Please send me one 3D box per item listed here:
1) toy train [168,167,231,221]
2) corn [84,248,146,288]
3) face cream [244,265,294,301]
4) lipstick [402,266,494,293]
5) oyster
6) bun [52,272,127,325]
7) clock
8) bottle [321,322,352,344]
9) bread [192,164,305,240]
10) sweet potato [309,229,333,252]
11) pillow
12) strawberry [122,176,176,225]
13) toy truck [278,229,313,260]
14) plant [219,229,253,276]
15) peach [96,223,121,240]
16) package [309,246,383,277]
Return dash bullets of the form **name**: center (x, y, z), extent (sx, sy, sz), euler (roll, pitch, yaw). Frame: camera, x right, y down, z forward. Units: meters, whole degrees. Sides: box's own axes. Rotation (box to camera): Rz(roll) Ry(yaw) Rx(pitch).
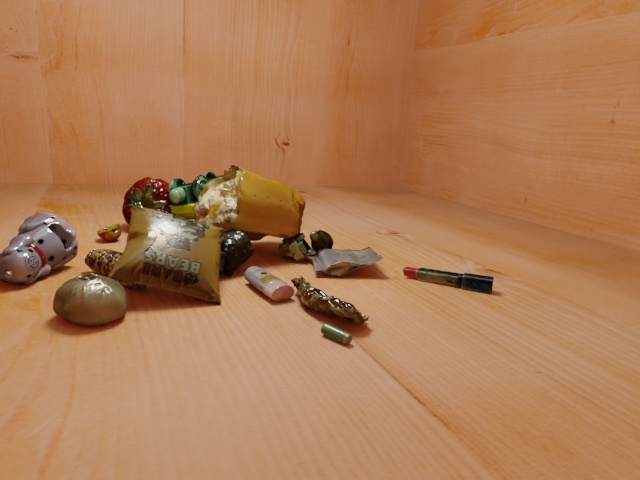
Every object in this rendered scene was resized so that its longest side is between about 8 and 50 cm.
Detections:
- **toy train**: center (-0.515, -0.177, 2.153), extent (0.179, 0.272, 0.442), euler (0, 15, 25)
- **corn**: center (-0.635, 0.084, 1.468), extent (0.289, 0.098, 0.098), euler (10, 15, 34)
- **face cream**: center (-0.167, 0.134, 1.471), extent (0.084, 0.057, 0.198), euler (-7, 17, -36)
- **lipstick**: center (0.449, 0.134, 1.669), extent (0.312, 0.051, 0.051), euler (8, 16, 21)
- **oyster**: center (0.011, 0.174, 1.357), extent (0.128, 0.079, 0.345), euler (20, 0, -38)
- **bun**: center (-0.586, 0.142, 1.199), extent (0.173, 0.114, 0.166), euler (-1, 15, -27)
- **clock**: center (-0.894, 0.048, 1.442), extent (0.188, 0.189, 0.254), euler (5, 29, 4)
- **bottle**: center (0.041, 0.236, 1.181), extent (0.083, 0.030, 0.030), euler (17, 19, 39)
- **bread**: center (-0.263, -0.135, 1.850), extent (0.394, 0.250, 0.361), euler (11, -9, -38)
- **sweet potato**: center (-0.006, 0.004, 1.911), extent (0.085, 0.112, 0.286), euler (-38, -8, 9)
- **pillow**: center (-0.437, 0.034, 1.400), extent (0.310, 0.119, 0.312), euler (18, 41, -23)
- **strawberry**: center (-0.769, -0.169, 2.151), extent (0.250, 0.239, 0.288), euler (8, 4, -4)
- **toy truck**: center (-0.104, 0.024, 1.861), extent (0.116, 0.085, 0.191), euler (-28, 16, -4)
- **plant**: center (-0.336, 0.047, 1.609), extent (0.132, 0.129, 0.194), euler (16, 35, 43)
- **peach**: center (-0.856, -0.027, 1.908), extent (0.098, 0.061, 0.098), euler (-17, 18, 6)
- **package**: center (0.089, 0.074, 1.750), extent (0.250, 0.062, 0.204), euler (-7, 16, -7)
